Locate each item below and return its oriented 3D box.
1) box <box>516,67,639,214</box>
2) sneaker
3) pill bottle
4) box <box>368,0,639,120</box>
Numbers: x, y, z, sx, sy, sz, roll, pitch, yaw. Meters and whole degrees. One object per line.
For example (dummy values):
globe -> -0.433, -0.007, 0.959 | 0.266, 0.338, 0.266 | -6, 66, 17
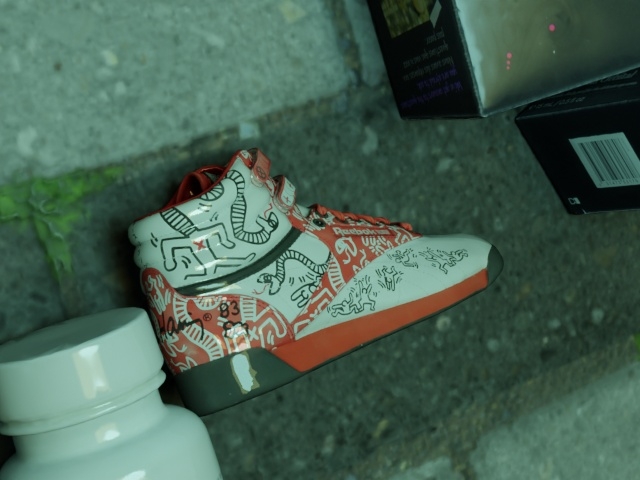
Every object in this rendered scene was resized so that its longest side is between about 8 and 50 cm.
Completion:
box -> 0.254, -0.102, 1.226 | 0.158, 0.156, 0.093 | -41, 108, -26
sneaker -> 0.000, 0.000, 1.106 | 0.270, 0.090, 0.145 | -23, 91, -37
pill bottle -> -0.118, 0.163, 1.007 | 0.131, 0.131, 0.229 | -21, 100, -30
box -> 0.114, -0.229, 1.135 | 0.165, 0.143, 0.270 | -19, 100, -18
